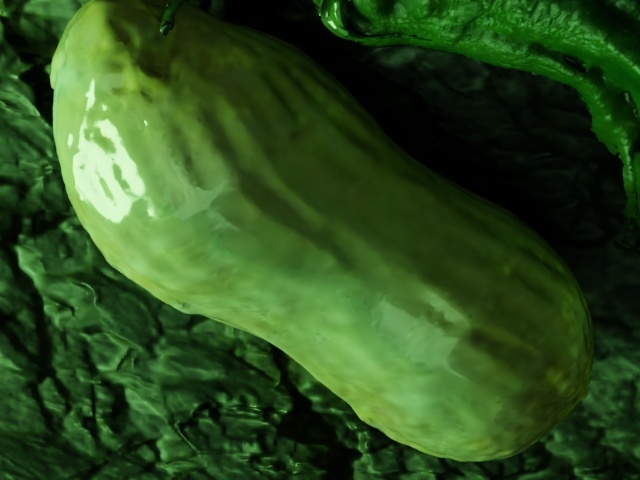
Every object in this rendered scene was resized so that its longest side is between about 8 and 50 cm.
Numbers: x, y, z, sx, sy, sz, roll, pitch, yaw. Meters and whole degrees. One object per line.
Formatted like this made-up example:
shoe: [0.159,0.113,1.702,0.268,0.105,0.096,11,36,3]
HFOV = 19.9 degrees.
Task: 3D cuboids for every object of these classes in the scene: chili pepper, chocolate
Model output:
chili pepper: [0.078,-0.088,0.797,0.279,0.065,0.122,25,107,-19]
chocolate: [0.000,0.000,0.853,0.309,0.134,0.134,38,126,-19]
